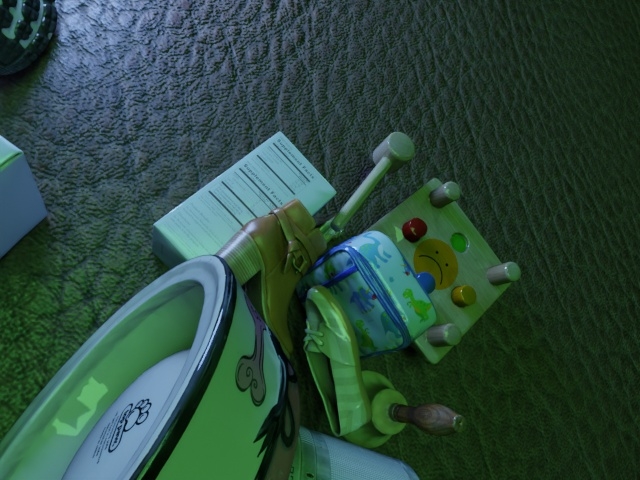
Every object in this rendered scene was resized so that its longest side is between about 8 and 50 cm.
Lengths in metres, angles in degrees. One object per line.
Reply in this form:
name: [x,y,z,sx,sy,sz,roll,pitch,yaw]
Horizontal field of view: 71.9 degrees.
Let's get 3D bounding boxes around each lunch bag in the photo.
lunch bag: [0.054,0.089,0.676,0.090,0.219,0.175,-28,86,-32]

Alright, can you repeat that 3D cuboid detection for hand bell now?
hand bell: [0.122,0.252,0.641,0.126,0.242,0.126,6,72,-20]

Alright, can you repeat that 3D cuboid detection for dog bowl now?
dog bowl: [-0.192,0.214,0.455,0.150,0.408,0.407,47,62,-23]

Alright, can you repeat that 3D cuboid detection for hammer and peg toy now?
hammer and peg toy: [0.165,0.007,0.800,0.266,0.127,0.361,-38,91,-25]

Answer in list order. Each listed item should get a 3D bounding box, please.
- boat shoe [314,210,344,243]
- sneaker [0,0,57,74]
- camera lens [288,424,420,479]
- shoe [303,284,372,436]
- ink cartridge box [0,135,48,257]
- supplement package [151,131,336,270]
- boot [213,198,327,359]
boat shoe: [0.000,0.000,0.775,0.153,0.056,0.048,-40,101,-26]
sneaker: [-0.533,-0.428,0.667,0.182,0.158,0.409,-10,78,7]
camera lens: [-0.011,0.366,0.564,0.275,0.219,0.219,25,66,-14]
shoe: [0.016,0.172,0.632,0.058,0.077,0.218,-18,91,-32]
ink cartridge box: [-0.495,-0.112,0.517,0.289,0.211,0.121,39,62,-8]
supplement package: [-0.118,-0.030,0.686,0.134,0.139,0.244,47,64,-2]
boot: [-0.045,0.054,0.599,0.152,0.073,0.197,-41,125,-33]
